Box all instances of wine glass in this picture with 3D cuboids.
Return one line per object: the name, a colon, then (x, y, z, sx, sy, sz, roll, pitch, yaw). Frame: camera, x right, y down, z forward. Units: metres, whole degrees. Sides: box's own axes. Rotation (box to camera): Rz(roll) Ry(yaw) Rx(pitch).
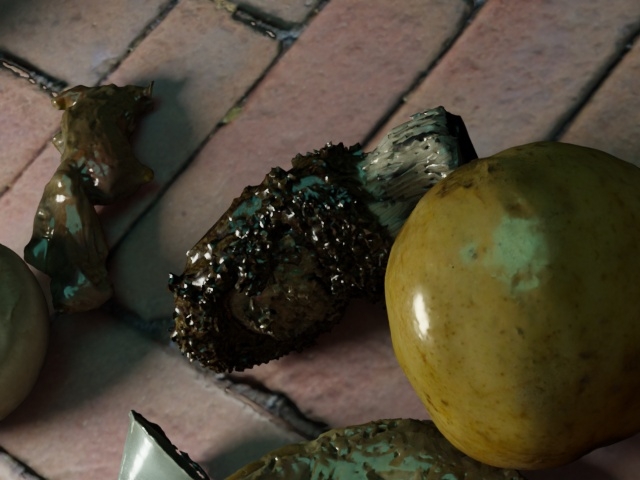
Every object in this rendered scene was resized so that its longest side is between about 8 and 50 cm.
wine glass: (-0.181, 0.249, 1.567, 0.183, 0.122, 0.122, -47, 53, -5)

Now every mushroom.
mushroom: (-0.367, 0.079, 1.695, 0.207, 0.215, 0.207, -11, 63, 23)

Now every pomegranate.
pomegranate: (0.179, 0.047, 1.444, 0.260, 0.260, 0.260, -12, 55, 17)

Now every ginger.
ginger: (-0.228, -0.041, 1.808, 0.122, 0.084, 0.290, 5, 55, 2)

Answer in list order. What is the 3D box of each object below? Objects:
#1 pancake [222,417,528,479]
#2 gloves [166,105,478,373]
pancake: (0.028, 0.295, 1.406, 0.386, 0.082, 0.387, -5, 39, 4)
gloves: (0.003, 0.007, 1.599, 0.312, 0.210, 0.135, -22, 67, 1)
